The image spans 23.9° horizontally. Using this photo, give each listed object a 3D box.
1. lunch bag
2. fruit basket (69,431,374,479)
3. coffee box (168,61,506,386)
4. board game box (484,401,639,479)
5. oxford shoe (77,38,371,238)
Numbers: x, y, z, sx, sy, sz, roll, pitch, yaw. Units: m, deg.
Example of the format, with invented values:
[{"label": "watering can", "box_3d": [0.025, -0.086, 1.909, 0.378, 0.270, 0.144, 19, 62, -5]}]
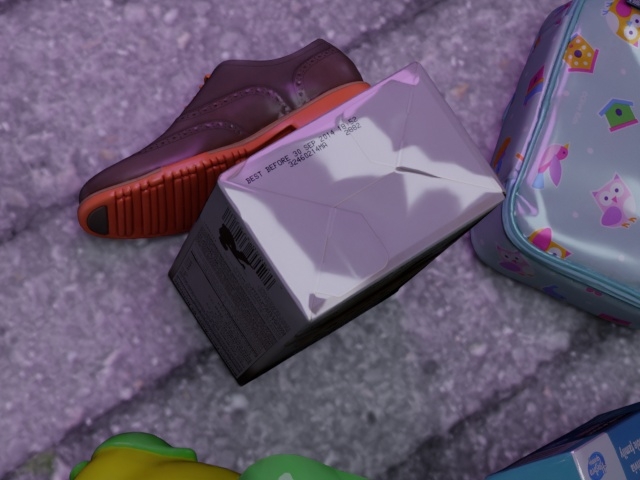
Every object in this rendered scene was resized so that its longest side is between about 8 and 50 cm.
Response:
[{"label": "lunch bag", "box_3d": [0.271, -0.075, 1.306, 0.224, 0.108, 0.279, 24, 74, -8]}, {"label": "fruit basket", "box_3d": [-0.048, 0.297, 1.082, 0.283, 0.392, 0.392, 23, 74, -25]}, {"label": "coffee box", "box_3d": [0.000, 0.000, 1.126, 0.168, 0.297, 0.118, -32, 85, -17]}, {"label": "board game box", "box_3d": [0.265, 0.305, 1.167, 0.254, 0.079, 0.336, -10, 79, -60]}, {"label": "oxford shoe", "box_3d": [-0.085, -0.084, 1.241, 0.271, 0.097, 0.098, -24, 66, -21]}]
